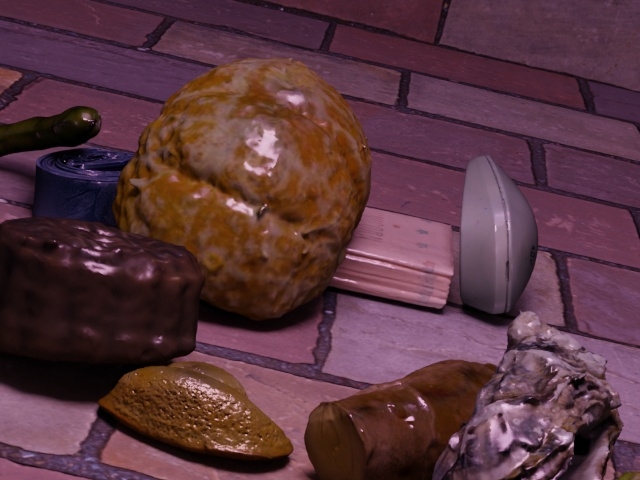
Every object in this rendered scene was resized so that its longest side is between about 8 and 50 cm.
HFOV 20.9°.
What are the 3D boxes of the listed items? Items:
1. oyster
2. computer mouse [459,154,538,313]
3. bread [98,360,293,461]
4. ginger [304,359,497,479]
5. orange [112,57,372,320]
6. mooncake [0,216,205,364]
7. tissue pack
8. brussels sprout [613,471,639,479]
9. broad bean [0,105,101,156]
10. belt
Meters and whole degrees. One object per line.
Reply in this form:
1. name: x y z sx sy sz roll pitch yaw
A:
1. oyster: 0.178 0.173 1.513 0.162 0.158 0.351 -9 27 19
2. computer mouse: 0.224 -0.009 2.176 0.097 0.159 0.288 -1 18 8
3. bread: -0.104 0.150 1.632 0.188 0.065 0.149 18 13 21
4. ginger: 0.100 0.172 1.628 0.263 0.109 0.116 -8 63 -46
5. orange: -0.074 -0.088 1.983 0.271 0.210 0.368 23 43 5
6. mooncake: -0.227 0.047 1.711 0.228 0.124 0.228 7 4 -1
7. tissue pack: 0.000 0.000 2.143 0.325 0.071 0.170 12 19 -3
8. brussels sprout: 0.284 0.257 1.480 0.155 0.117 0.155 2 28 -1
9. broad bean: -0.372 -0.129 2.177 0.292 0.049 0.144 -9 7 27
10. belt: -0.269 -0.068 2.146 0.141 0.082 0.190 19 19 32
